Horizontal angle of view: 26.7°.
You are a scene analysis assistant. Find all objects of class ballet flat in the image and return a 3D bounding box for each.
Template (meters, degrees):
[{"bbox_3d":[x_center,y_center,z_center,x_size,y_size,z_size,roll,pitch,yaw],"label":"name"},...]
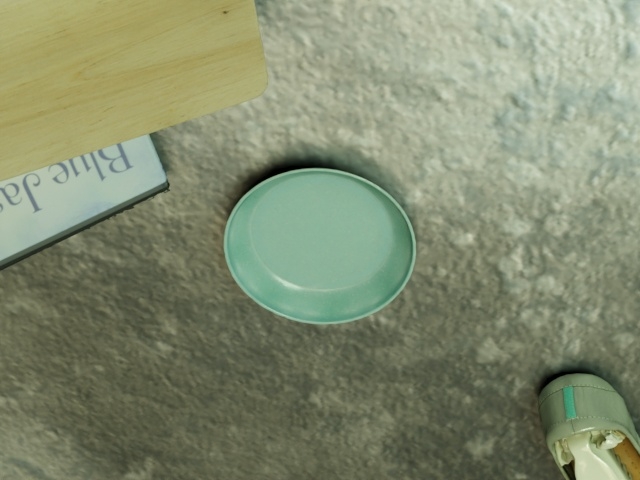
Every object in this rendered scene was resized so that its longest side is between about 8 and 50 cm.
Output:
[{"bbox_3d":[0.207,0.181,0.928,0.072,0.068,0.213,-23,121,19],"label":"ballet flat"}]

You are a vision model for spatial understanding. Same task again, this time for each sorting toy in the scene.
[{"bbox_3d":[-0.179,-0.162,0.655,0.257,0.089,0.255,-20,122,-16],"label":"sorting toy"}]

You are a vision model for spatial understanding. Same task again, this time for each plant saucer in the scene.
[{"bbox_3d":[0.000,0.000,0.843,0.119,0.021,0.119,2,126,3],"label":"plant saucer"}]

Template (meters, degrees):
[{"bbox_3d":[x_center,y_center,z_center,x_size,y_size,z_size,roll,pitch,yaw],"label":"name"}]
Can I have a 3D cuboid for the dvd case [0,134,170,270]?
[{"bbox_3d":[-0.207,-0.094,0.744,0.180,0.022,0.253,-27,124,-11],"label":"dvd case"}]
